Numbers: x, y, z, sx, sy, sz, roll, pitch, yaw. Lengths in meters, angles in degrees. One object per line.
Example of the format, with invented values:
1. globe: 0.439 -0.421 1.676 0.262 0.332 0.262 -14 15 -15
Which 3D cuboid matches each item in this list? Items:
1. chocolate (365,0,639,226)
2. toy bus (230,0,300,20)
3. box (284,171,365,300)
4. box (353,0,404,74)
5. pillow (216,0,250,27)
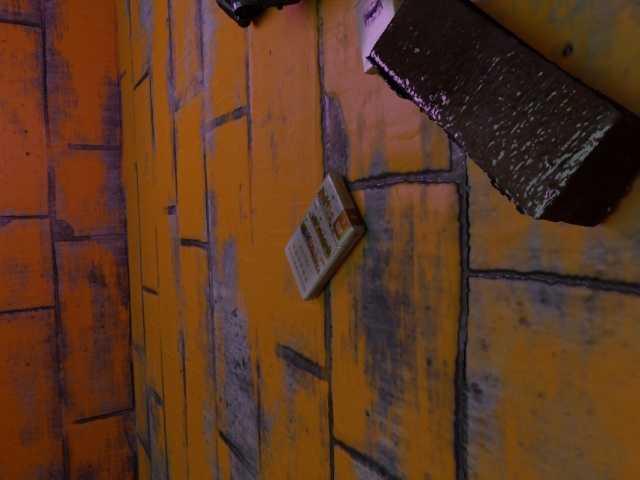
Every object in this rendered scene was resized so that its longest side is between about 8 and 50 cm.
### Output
1. chocolate: 0.173 -0.156 0.536 0.112 0.111 0.321 -61 42 31
2. toy bus: -0.058 -0.484 0.879 0.292 0.133 0.126 -16 85 57
3. box: 0.001 0.000 0.921 0.220 0.032 0.122 -57 45 46
4. box: 0.082 -0.334 0.753 0.090 0.024 0.167 -20 75 60
5. pillow: -0.202 -0.586 1.048 0.162 0.092 0.335 -105 -2 -47
